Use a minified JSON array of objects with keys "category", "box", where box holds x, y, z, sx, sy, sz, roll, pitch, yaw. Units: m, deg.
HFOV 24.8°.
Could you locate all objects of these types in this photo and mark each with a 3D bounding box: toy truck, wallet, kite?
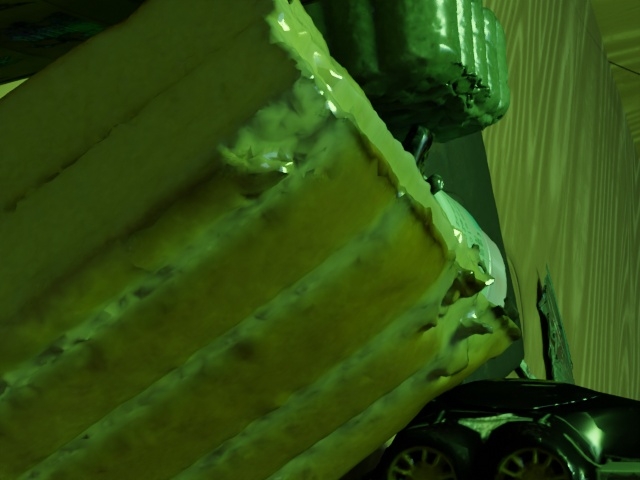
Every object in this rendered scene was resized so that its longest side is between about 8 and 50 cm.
[{"category":"toy truck","box":[0.226,0.226,1.017,0.181,0.405,0.253,-11,98,-70]},{"category":"wallet","box":[0.117,-0.019,1.246,0.165,0.042,0.309,-32,112,-64]},{"category":"kite","box":[0.291,0.217,1.761,0.368,0.014,0.406,51,33,-49]}]

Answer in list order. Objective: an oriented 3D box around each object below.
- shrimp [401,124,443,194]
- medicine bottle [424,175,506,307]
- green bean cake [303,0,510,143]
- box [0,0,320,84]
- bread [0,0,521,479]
[{"category":"shrimp","box":[0.000,0.000,0.930,0.150,0.051,0.217,42,72,-39]},{"category":"medicine bottle","box":[0.058,0.022,1.076,0.168,0.135,0.135,32,48,-63]},{"category":"green bean cake","box":[0.029,-0.115,1.007,0.183,0.185,0.094,24,56,-66]},{"category":"box","box":[-0.103,-0.118,0.600,0.141,0.220,0.064,1,77,-69]},{"category":"bread","box":[-0.055,0.031,0.590,0.111,0.246,0.239,59,7,34]}]
